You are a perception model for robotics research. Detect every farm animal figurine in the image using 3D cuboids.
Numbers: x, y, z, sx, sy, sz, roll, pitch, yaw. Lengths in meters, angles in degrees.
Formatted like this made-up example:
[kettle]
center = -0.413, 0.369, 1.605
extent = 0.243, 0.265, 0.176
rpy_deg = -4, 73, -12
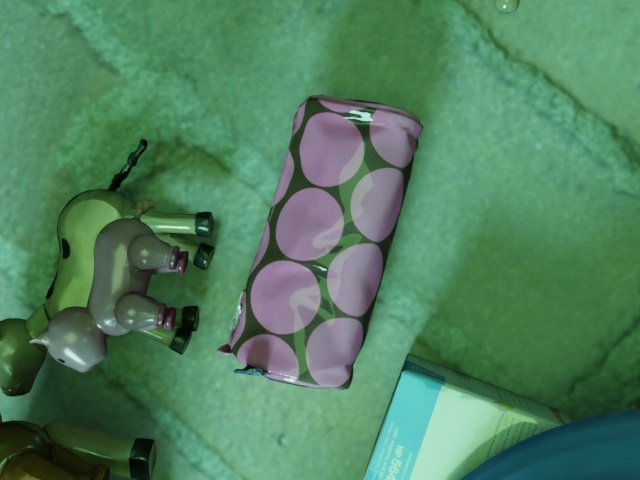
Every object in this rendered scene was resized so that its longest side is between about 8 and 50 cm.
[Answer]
[farm animal figurine]
center = -0.196, 0.133, 0.713
extent = 0.172, 0.330, 0.327
rpy_deg = 11, 119, 4

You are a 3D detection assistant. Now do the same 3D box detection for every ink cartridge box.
[ink cartridge box]
center = 0.111, 0.148, 0.735
extent = 0.143, 0.092, 0.090
rpy_deg = 20, 93, 6

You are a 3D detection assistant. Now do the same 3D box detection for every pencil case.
[pencil case]
center = 0.000, 0.000, 0.752
extent = 0.098, 0.095, 0.209
rpy_deg = 17, 90, 22

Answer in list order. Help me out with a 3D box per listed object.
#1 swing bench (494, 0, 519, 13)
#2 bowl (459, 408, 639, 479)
[swing bench]
center = 0.097, -0.307, 0.657
extent = 0.165, 0.253, 0.255
rpy_deg = 19, 92, 6
[bowl]
center = 0.224, 0.294, 0.662
extent = 0.391, 0.077, 0.391
rpy_deg = 5, 112, 11
